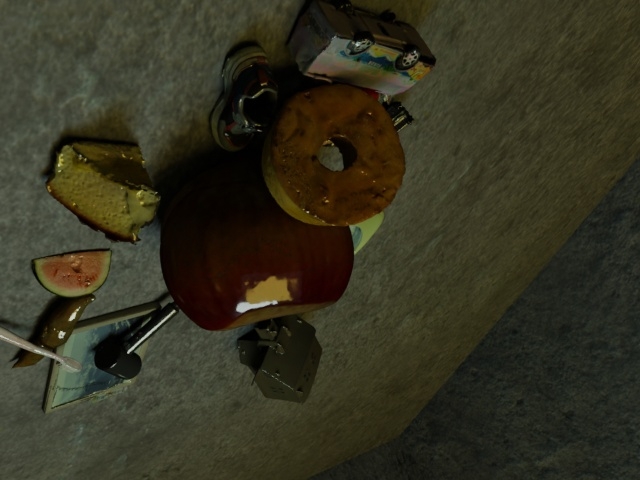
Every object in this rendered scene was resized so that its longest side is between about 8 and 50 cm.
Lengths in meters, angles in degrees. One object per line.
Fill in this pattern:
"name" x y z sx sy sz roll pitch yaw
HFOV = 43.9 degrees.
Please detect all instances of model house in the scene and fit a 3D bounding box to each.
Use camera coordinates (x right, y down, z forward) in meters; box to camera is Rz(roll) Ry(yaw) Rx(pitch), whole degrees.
"model house" -0.137 0.300 2.214 0.243 0.204 0.211 65 35 -41

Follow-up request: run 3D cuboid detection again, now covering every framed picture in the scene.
"framed picture" -0.523 0.281 1.886 0.247 0.022 0.335 -14 146 -37

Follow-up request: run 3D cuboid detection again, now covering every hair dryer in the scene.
"hair dryer" -0.405 0.220 1.851 0.248 0.070 0.114 -44 152 -4

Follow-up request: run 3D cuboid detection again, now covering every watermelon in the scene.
"watermelon" -0.494 0.071 1.567 0.163 0.087 0.069 -7 178 -41

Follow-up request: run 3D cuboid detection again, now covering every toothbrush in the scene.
"toothbrush" -0.601 0.209 1.601 0.030 0.025 0.307 -21 142 24

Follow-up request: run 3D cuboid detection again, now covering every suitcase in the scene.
"suitcase" 0.152 -0.258 1.730 0.086 0.059 0.126 -38 -173 5

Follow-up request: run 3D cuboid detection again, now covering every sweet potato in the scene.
"sweet potato" -0.559 0.193 1.661 0.274 0.067 0.067 -43 153 22

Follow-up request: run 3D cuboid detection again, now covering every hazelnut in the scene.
"hazelnut" -0.133 0.009 1.600 0.409 0.359 0.359 1 135 -45

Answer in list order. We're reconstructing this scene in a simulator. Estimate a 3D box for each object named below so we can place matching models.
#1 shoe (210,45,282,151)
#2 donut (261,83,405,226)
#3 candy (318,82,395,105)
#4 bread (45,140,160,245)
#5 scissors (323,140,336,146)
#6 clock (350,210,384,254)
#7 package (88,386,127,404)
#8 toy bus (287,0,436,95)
"shoe" -0.121 -0.232 1.432 0.099 0.125 0.227 -22 148 -31
"donut" 0.013 -0.149 1.460 0.278 0.277 0.108 -19 180 -31
"candy" 0.050 -0.284 1.622 0.292 0.059 0.086 -18 149 -33
"bread" -0.359 -0.079 1.352 0.169 0.160 0.140 -2 137 -49
"scissors" 0.015 -0.210 1.684 0.160 0.024 0.317 -14 173 25
"clock" 0.000 0.000 1.974 0.235 0.096 0.308 3 133 -53
"package" -0.546 0.392 2.043 0.110 0.015 0.037 -16 141 -38
"toy bus" 0.078 -0.358 1.494 0.317 0.112 0.138 -1 145 -47
